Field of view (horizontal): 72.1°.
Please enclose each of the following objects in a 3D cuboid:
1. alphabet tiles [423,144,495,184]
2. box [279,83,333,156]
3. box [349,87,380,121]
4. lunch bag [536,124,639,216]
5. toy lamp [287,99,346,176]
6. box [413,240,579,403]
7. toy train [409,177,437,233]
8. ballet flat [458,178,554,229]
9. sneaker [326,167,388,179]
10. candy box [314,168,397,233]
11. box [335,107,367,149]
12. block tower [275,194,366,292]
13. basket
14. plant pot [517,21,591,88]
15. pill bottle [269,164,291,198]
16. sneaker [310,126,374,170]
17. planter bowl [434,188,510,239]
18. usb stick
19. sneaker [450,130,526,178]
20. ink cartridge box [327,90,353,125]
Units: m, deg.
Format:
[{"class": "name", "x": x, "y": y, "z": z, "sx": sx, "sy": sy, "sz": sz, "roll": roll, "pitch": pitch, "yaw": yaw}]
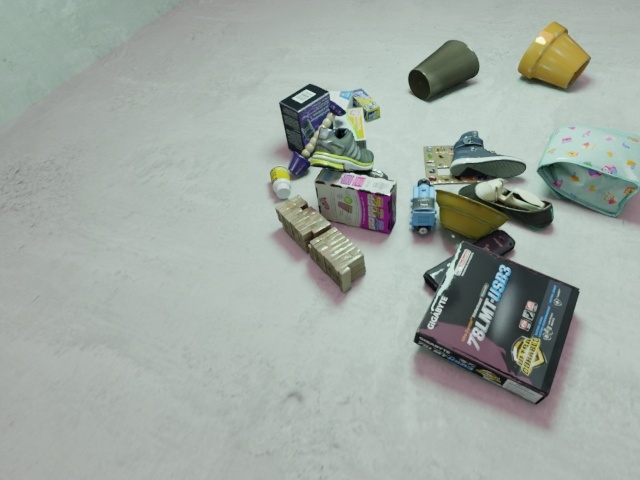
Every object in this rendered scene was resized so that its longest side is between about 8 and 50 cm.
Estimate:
[{"class": "alphabet tiles", "x": 0.472, "y": -0.259, "z": 1.477, "sx": 0.237, "sy": 0.009, "sz": 0.198, "roll": 0, "pitch": 49, "yaw": 9}, {"class": "box", "x": -0.044, "y": -0.426, "z": 1.579, "sx": 0.153, "sy": 0.207, "sz": 0.108, "roll": -40, "pitch": 54, "yaw": -22}, {"class": "box", "x": 0.174, "y": -0.540, "z": 1.746, "sx": 0.059, "sy": 0.054, "sz": 0.169, "roll": -21, "pitch": 48, "yaw": -9}, {"class": "lunch bag", "x": 0.789, "y": -0.224, "z": 1.293, "sx": 0.262, "sy": 0.160, "sz": 0.223, "roll": 26, "pitch": 58, "yaw": 21}, {"class": "toy lamp", "x": -0.017, "y": -0.344, "z": 1.513, "sx": 0.274, "sy": 0.080, "sz": 0.080, "roll": -52, "pitch": 53, "yaw": 10}, {"class": "box", "x": 0.414, "y": 0.177, "z": 1.035, "sx": 0.293, "sy": 0.073, "sz": 0.295, "roll": 26, "pitch": 60, "yaw": 19}, {"class": "toy train", "x": 0.307, "y": -0.107, "z": 1.306, "sx": 0.080, "sy": 0.105, "sz": 0.184, "roll": 3, "pitch": 50, "yaw": 12}, {"class": "ballet flat", "x": 0.544, "y": -0.128, "z": 1.290, "sx": 0.280, "sy": 0.096, "sz": 0.095, "roll": 25, "pitch": 58, "yaw": 28}, {"class": "sneaker", "x": 0.103, "y": -0.187, "z": 1.435, "sx": 0.234, "sy": 0.078, "sz": 0.106, "roll": 11, "pitch": 54, "yaw": 23}, {"class": "candy box", "x": 0.107, "y": -0.118, "z": 1.315, "sx": 0.233, "sy": 0.159, "sz": 0.071, "roll": 13, "pitch": 51, "yaw": 20}, {"class": "box", "x": 0.108, "y": -0.369, "z": 1.566, "sx": 0.103, "sy": 0.114, "sz": 0.203, "roll": -5, "pitch": 47, "yaw": 5}, {"class": "block tower", "x": 0.000, "y": 0.000, "z": 1.275, "sx": 0.097, "sy": 0.091, "sz": 0.335, "roll": -31, "pitch": 52, "yaw": -16}, {"class": "basket", "x": 0.475, "y": -0.670, "z": 1.750, "sx": 0.227, "sy": 0.154, "sz": 0.204, "roll": -35, "pitch": 54, "yaw": -16}, {"class": "plant pot", "x": 0.897, "y": -0.683, "z": 1.667, "sx": 0.205, "sy": 0.205, "sz": 0.188, "roll": -37, "pitch": 68, "yaw": -21}, {"class": "pill bottle", "x": -0.133, "y": -0.197, "z": 1.488, "sx": 0.065, "sy": 0.065, "sz": 0.116, "roll": -14, "pitch": 48, "yaw": -3}, {"class": "sneaker", "x": 0.082, "y": -0.277, "z": 1.332, "sx": 0.111, "sy": 0.121, "sz": 0.300, "roll": 14, "pitch": 16, "yaw": 28}, {"class": "planter bowl", "x": 0.404, "y": -0.060, "z": 1.228, "sx": 0.217, "sy": 0.217, "sz": 0.090, "roll": 26, "pitch": 96, "yaw": 28}, {"class": "usb stick", "x": 0.403, "y": 0.054, "z": 1.188, "sx": 0.278, "sy": 0.045, "sz": 0.077, "roll": -28, "pitch": 49, "yaw": -15}, {"class": "sneaker", "x": 0.542, "y": -0.283, "z": 1.422, "sx": 0.226, "sy": 0.086, "sz": 0.163, "roll": 6, "pitch": 53, "yaw": 16}, {"class": "ink cartridge box", "x": 0.004, "y": -0.525, "z": 1.745, "sx": 0.231, "sy": 0.078, "sz": 0.134, "roll": 5, "pitch": 49, "yaw": 14}]
